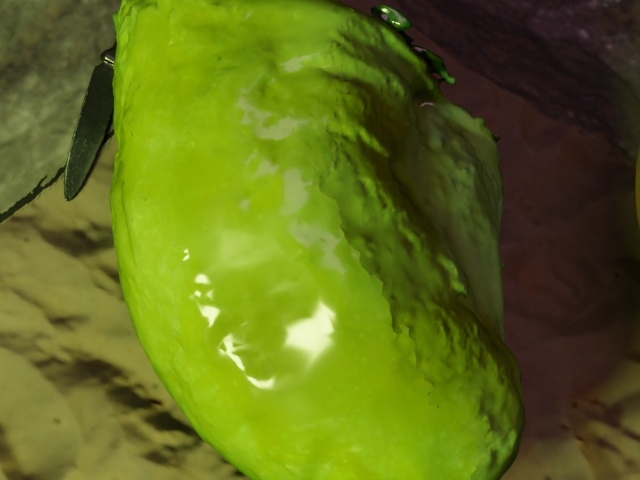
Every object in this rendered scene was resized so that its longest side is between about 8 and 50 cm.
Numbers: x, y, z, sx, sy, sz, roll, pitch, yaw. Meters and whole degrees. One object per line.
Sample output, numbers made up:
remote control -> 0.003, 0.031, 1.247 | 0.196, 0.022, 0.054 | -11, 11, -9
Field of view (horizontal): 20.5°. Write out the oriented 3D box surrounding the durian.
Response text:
durian -> 0.000, 0.000, 1.008 | 0.256, 0.204, 0.340 | 12, 58, -20

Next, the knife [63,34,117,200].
knife -> -0.137, -0.098, 1.133 | 0.023, 0.010, 0.170 | 17, 63, -4

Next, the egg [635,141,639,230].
egg -> 0.356, -0.045, 1.062 | 0.351, 0.282, 0.282 | -12, 66, -29
